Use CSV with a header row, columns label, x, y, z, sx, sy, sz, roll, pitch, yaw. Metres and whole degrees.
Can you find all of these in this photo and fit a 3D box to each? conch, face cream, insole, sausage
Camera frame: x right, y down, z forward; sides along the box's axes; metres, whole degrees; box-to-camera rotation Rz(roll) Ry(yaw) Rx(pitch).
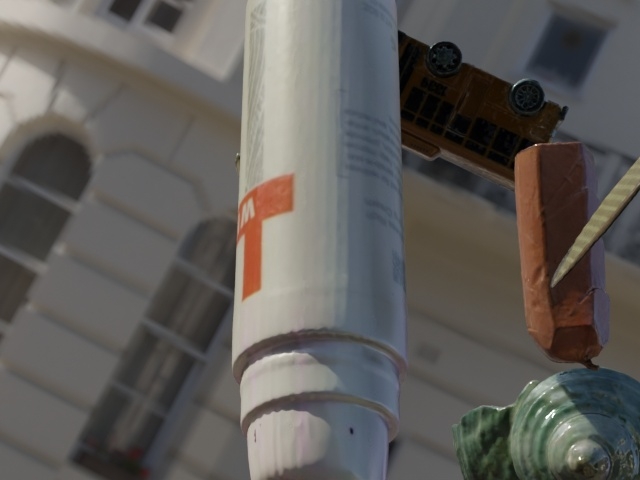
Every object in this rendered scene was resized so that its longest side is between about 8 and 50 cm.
label,x,y,z,sx,sy,sz,roll,pitch,yaw
conch,0.256,0.220,1.776,0.220,0.195,0.277,23,-1,-3
face cream,0.000,0.000,1.000,0.102,0.345,0.102,1,-31,0
insole,0.207,-0.074,0.970,0.005,0.253,0.086,38,7,-1
sausage,0.176,0.016,1.247,0.065,0.169,0.065,-2,-18,-1

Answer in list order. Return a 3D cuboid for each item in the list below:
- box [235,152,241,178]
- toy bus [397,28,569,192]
label,x,y,z,sx,sy,sz,roll,pitch,yaw
box,-0.008,-0.042,1.226,0.098,0.062,0.045,-16,-11,6
toy bus,0.142,-0.132,1.778,0.201,0.114,0.098,25,-4,3
